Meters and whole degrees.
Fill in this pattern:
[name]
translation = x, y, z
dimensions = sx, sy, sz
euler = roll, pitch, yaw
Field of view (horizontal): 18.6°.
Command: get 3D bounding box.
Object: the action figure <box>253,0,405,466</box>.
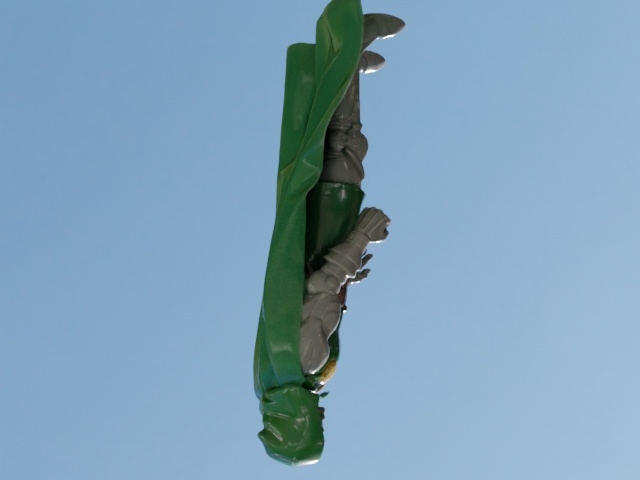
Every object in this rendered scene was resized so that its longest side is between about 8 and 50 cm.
[action figure]
translation = 0.000, 0.000, 0.977
dimensions = 0.063, 0.137, 0.232
euler = 11, -108, -5
